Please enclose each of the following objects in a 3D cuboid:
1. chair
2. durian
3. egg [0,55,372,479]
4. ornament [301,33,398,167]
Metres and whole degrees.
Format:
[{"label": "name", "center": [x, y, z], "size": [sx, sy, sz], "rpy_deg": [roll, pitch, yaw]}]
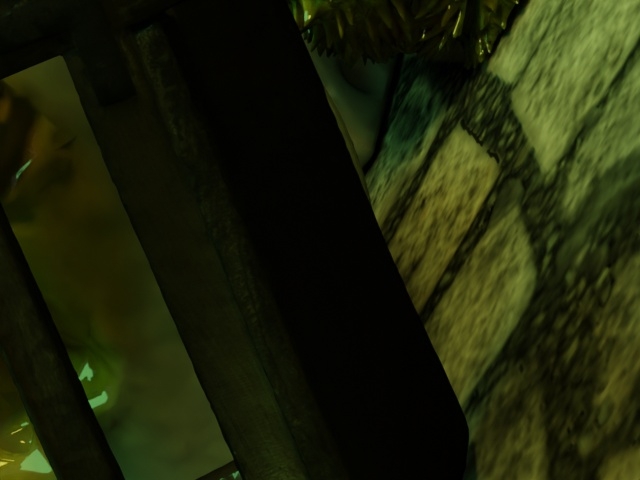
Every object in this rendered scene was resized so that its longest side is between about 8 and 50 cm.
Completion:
[{"label": "chair", "center": [0.000, 0.000, 0.562], "size": [0.416, 0.241, 0.203], "rpy_deg": [-21, 8, 13]}, {"label": "durian", "center": [0.035, -0.198, 0.952], "size": [0.237, 0.176, 0.200], "rpy_deg": [-101, 18, -52]}, {"label": "egg", "center": [-0.143, 0.010, 0.852], "size": [0.354, 0.354, 0.340], "rpy_deg": [-60, 2, 16]}, {"label": "ornament", "center": [-0.101, -0.120, 1.152], "size": [0.240, 0.239, 0.239], "rpy_deg": [-50, 18, 44]}]
